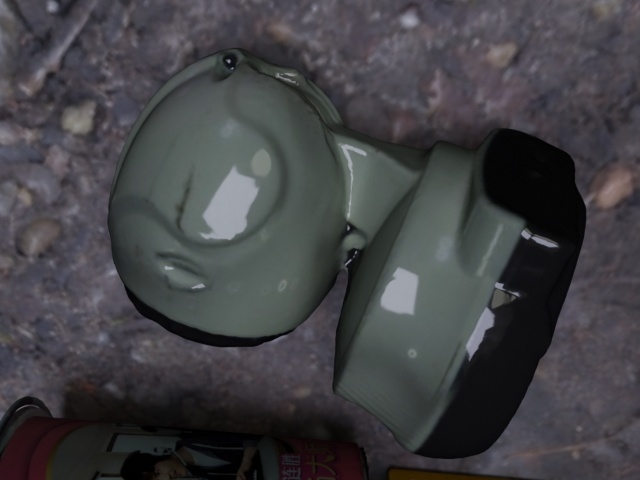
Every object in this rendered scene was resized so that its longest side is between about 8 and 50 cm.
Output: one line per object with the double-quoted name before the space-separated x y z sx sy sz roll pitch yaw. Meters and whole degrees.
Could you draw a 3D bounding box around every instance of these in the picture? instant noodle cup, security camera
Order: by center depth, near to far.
"security camera" 0.000 0.000 0.518 0.277 0.197 0.191 23 118 4
"instant noodle cup" -0.091 0.229 0.589 0.255 0.244 0.243 0 108 -2

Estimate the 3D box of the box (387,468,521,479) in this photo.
"box" 0.139 0.357 0.579 0.214 0.259 0.283 3 108 2
